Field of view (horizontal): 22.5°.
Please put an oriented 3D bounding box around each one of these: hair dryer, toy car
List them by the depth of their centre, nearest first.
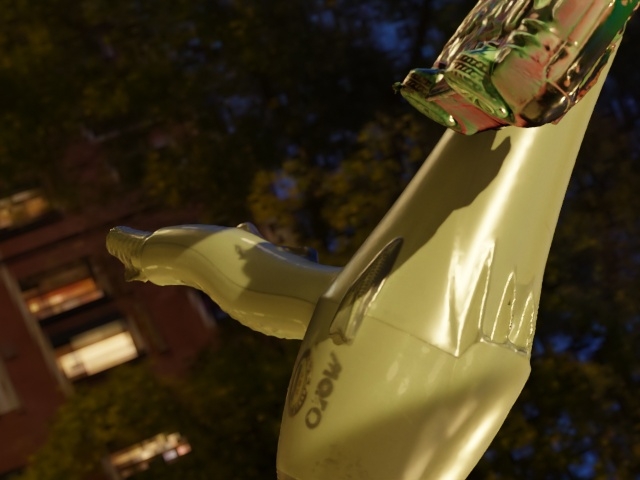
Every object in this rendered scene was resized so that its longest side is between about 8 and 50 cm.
[{"bbox_3d":[0.069,-0.066,0.531,0.055,0.069,0.142,35,-2,-6],"label":"toy car"},{"bbox_3d":[0.027,-0.016,0.645,0.088,0.219,0.225,35,9,-44],"label":"hair dryer"}]
